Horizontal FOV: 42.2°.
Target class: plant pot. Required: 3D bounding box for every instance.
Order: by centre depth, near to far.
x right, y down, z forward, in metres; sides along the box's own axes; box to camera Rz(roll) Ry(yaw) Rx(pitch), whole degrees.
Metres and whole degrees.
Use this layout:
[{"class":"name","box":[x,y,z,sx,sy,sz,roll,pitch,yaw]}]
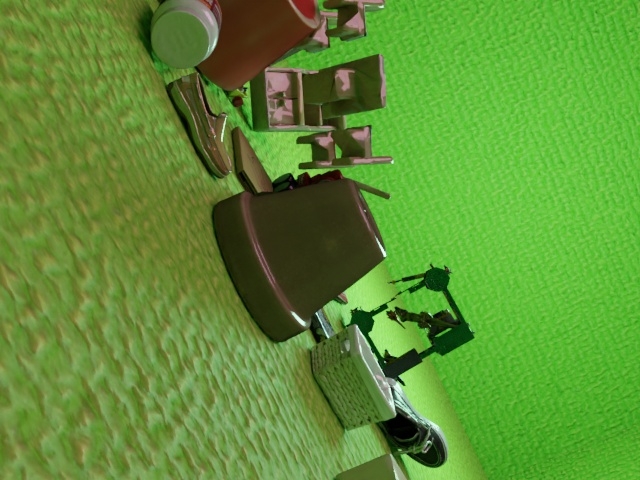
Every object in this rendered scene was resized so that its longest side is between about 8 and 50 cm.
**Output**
[{"class":"plant pot","box":[-0.019,0.010,1.392,0.263,0.229,0.263,-24,90,-81]},{"class":"plant pot","box":[-0.151,-0.495,1.782,0.275,0.243,0.275,46,33,-42]}]

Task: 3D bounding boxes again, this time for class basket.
[{"class":"basket","box":[0.060,0.266,1.582,0.167,0.103,0.113,61,9,-22]}]

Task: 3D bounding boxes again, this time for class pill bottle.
[{"class":"pill bottle","box":[-0.244,-0.387,1.505,0.121,0.121,0.221,62,9,-24]}]

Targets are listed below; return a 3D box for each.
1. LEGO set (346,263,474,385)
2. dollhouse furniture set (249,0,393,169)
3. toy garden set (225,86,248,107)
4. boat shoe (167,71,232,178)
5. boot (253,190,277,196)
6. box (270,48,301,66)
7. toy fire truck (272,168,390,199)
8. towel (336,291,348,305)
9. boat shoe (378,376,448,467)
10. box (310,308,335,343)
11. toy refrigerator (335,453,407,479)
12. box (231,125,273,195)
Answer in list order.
[{"class":"LEGO set","box":[0.234,0.218,2.143,0.255,0.331,0.192,52,0,3]},{"class":"dollhouse furniture set","box":[0.044,-0.354,1.991,0.394,0.256,0.362,0,-84,53]},{"class":"toy garden set","box":[-0.243,-0.443,1.927,0.203,0.049,0.244,69,9,25]},{"class":"boat shoe","box":[-0.193,-0.201,1.446,0.068,0.072,0.190,-90,155,-71]},{"class":"boot","box":[0.000,0.000,1.654,0.089,0.236,0.269,-64,148,-18]},{"class":"box","box":[-0.176,-0.638,2.512,0.168,0.167,0.203,66,8,6]},{"class":"toy fire truck","box":[0.029,-0.098,1.944,0.158,0.246,0.217,62,9,-21]},{"class":"towel","box":[0.001,0.031,2.160,0.199,0.031,0.274,44,24,-74]},{"class":"boat shoe","box":[0.213,0.458,1.970,0.306,0.113,0.105,58,17,-27]},{"class":"box","box":[0.005,0.189,1.725,0.137,0.027,0.094,65,9,-5]},{"class":"toy refrigerator","box":[0.129,0.487,1.375,0.094,0.102,0.269,-100,164,-60]},{"class":"box","box":[-0.140,-0.134,1.777,0.164,0.021,0.201,60,9,-34]}]
